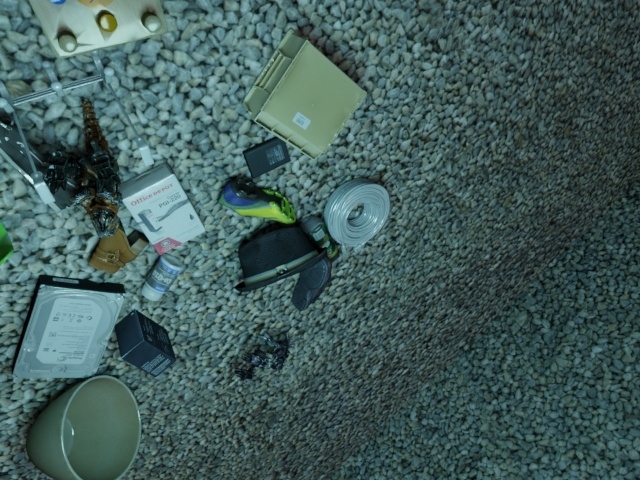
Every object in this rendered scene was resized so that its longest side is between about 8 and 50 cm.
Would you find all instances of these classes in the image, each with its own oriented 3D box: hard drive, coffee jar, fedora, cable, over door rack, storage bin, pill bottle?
[{"bbox_3d":[-0.759,0.270,1.420,0.237,0.064,0.338,14,113,-38],"label":"hard drive"},{"bbox_3d":[-0.166,-0.260,1.460,0.135,0.022,0.094,-28,131,-14],"label":"hard drive"},{"bbox_3d":[0.000,0.000,1.694,0.079,0.096,0.184,-41,134,-12],"label":"coffee jar"},{"bbox_3d":[-0.151,0.044,1.565,0.334,0.334,0.152,-23,95,-18],"label":"fedora"},{"bbox_3d":[0.134,-0.101,1.717,0.257,0.089,0.257,-35,132,-8],"label":"cable"},{"bbox_3d":[-0.538,-0.271,1.013,0.240,0.324,0.108,-26,162,-19],"label":"over door rack"},{"bbox_3d":[-0.046,-0.410,1.367,0.262,0.123,0.260,27,105,-42],"label":"storage bin"},{"bbox_3d":[-0.497,0.117,1.469,0.078,0.078,0.137,27,103,-41],"label":"pill bottle"}]

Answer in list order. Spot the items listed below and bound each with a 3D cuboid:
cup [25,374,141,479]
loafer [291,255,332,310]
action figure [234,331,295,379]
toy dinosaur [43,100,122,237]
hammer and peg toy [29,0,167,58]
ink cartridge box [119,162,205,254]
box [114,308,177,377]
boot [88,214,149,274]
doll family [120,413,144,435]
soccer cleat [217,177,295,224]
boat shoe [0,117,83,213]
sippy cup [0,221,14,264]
[{"bbox_3d":[-0.782,0.623,1.509,0.237,0.331,0.331,-17,135,16],"label":"cup"},{"bbox_3d":[-0.020,0.150,1.761,0.095,0.109,0.302,-22,153,-39],"label":"loafer"},{"bbox_3d":[-0.214,0.442,1.840,0.276,0.141,0.164,-7,119,-61],"label":"action figure"},{"bbox_3d":[-0.567,-0.167,1.162,0.164,0.218,0.321,-25,98,-4],"label":"toy dinosaur"},{"bbox_3d":[-0.497,-0.581,0.958,0.266,0.127,0.361,-23,130,-15],"label":"hammer and peg toy"},{"bbox_3d":[-0.451,-0.089,1.349,0.159,0.092,0.217,-30,130,-12],"label":"ink cartridge box"},{"bbox_3d":[-0.566,0.332,1.521,0.093,0.156,0.158,-39,133,-2],"label":"box"},{"bbox_3d":[-0.607,0.010,1.333,0.152,0.073,0.197,-42,131,4],"label":"boot"},{"bbox_3d":[-0.699,0.688,1.710,0.076,0.111,0.193,-31,132,-11],"label":"doll family"},{"bbox_3d":[-0.199,-0.113,1.515,0.121,0.093,0.289,-30,146,31],"label":"soccer cleat"},{"bbox_3d":[-0.694,-0.209,1.111,0.095,0.112,0.335,-44,141,-20],"label":"boat shoe"},{"bbox_3d":[-0.847,-0.052,1.031,0.306,0.224,0.240,4,117,-34],"label":"sippy cup"}]
